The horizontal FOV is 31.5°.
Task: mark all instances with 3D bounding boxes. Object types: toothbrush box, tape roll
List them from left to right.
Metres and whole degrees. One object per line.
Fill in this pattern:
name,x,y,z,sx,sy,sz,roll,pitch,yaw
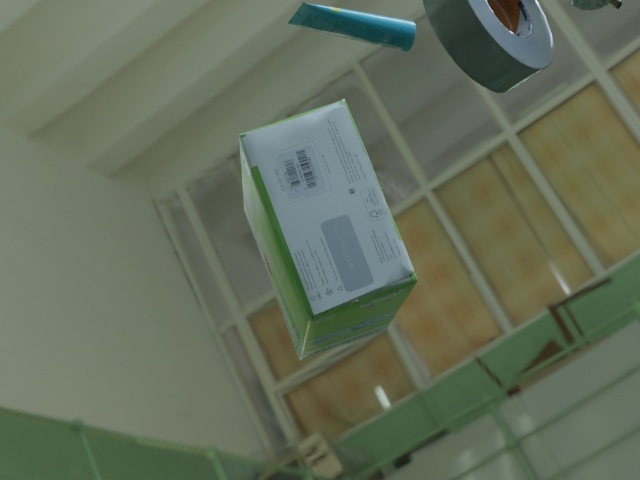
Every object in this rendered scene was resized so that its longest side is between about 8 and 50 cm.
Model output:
toothbrush box,0.000,0.000,1.249,0.122,0.206,0.283,-20,-12,-6
tape roll,0.248,-0.328,1.673,0.072,0.219,0.219,-32,-25,36

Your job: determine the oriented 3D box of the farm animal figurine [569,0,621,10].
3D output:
farm animal figurine,0.415,-0.558,1.709,0.172,0.330,0.327,13,-53,-40

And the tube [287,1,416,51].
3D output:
tube,0.055,-0.358,1.892,0.207,0.052,0.080,8,-22,-19
